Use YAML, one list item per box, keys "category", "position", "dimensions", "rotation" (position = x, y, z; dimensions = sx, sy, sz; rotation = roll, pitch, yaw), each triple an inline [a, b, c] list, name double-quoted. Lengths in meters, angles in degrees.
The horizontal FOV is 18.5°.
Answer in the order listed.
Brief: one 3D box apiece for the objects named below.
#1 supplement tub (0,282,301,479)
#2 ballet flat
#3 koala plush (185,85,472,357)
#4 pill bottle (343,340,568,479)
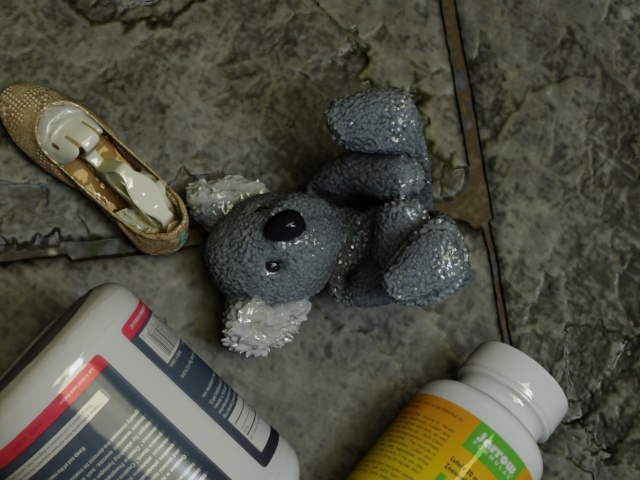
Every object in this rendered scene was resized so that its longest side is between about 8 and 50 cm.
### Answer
- category: "supplement tub"
  position: [-0.140, 0.186, 1.608]
  dimensions: [0.272, 0.191, 0.191]
  rotation: [45, 68, -8]
- category: "ballet flat"
  position: [-0.190, -0.069, 1.707]
  dimensions: [0.206, 0.067, 0.073]
  rotation: [39, 70, -10]
- category: "koala plush"
  position: [0.000, 0.000, 1.730]
  dimensions: [0.221, 0.203, 0.196]
  rotation: [-19, 77, -2]
- category: "pill bottle"
  position: [0.109, 0.210, 1.730]
  dimensions: [0.136, 0.136, 0.245]
  rotation: [44, 68, -8]
